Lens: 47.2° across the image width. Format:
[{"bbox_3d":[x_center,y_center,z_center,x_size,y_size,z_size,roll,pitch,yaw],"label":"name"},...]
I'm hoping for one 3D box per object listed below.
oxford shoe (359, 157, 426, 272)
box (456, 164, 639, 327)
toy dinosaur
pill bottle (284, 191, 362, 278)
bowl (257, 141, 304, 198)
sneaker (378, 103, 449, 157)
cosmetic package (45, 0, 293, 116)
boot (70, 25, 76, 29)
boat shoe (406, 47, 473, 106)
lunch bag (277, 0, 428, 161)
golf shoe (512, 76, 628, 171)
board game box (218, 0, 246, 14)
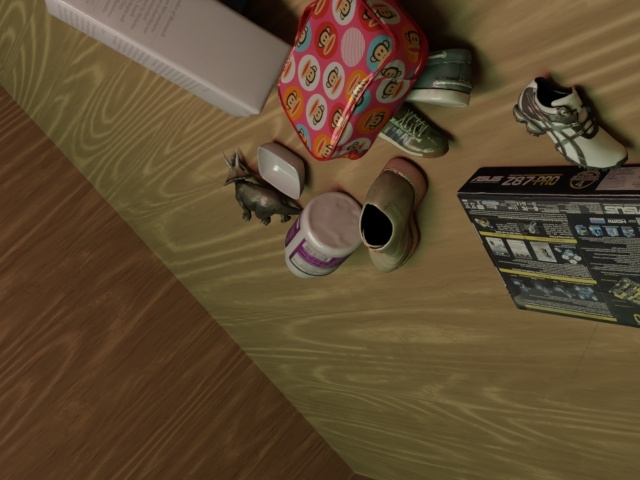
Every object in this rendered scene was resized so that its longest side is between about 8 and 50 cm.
[{"bbox_3d":[0.140,-0.025,1.705,0.140,0.146,0.397,32,153,21],"label":"oxford shoe"},{"bbox_3d":[0.475,0.013,1.329,0.395,0.097,0.318,5,133,54],"label":"box"},{"bbox_3d":[-0.167,-0.110,2.068,0.313,0.121,0.160,38,168,22],"label":"toy dinosaur"},{"bbox_3d":[0.000,0.000,1.931,0.169,0.169,0.301,43,155,1],"label":"pill bottle"},{"bbox_3d":[-0.094,-0.189,1.910,0.142,0.053,0.142,35,154,19],"label":"bowl"},{"bbox_3d":[0.163,-0.229,1.445,0.192,0.064,0.086,29,157,35],"label":"sneaker"},{"bbox_3d":[-0.307,-0.428,1.481,0.453,0.161,0.230,28,178,-20],"label":"cosmetic package"},{"bbox_3d":[-0.634,-0.674,1.953,0.248,0.090,0.206,17,132,47],"label":"boot"},{"bbox_3d":[0.154,-0.307,1.342,0.319,0.116,0.099,22,105,51],"label":"boat shoe"},{"bbox_3d":[0.035,-0.311,1.296,0.258,0.120,0.293,59,136,25],"label":"lunch bag"},{"bbox_3d":[0.398,-0.184,1.155,0.198,0.077,0.094,34,153,17],"label":"golf shoe"},{"bbox_3d":[-0.271,-0.525,1.579,0.212,0.039,0.160,24,158,-11],"label":"board game box"}]
